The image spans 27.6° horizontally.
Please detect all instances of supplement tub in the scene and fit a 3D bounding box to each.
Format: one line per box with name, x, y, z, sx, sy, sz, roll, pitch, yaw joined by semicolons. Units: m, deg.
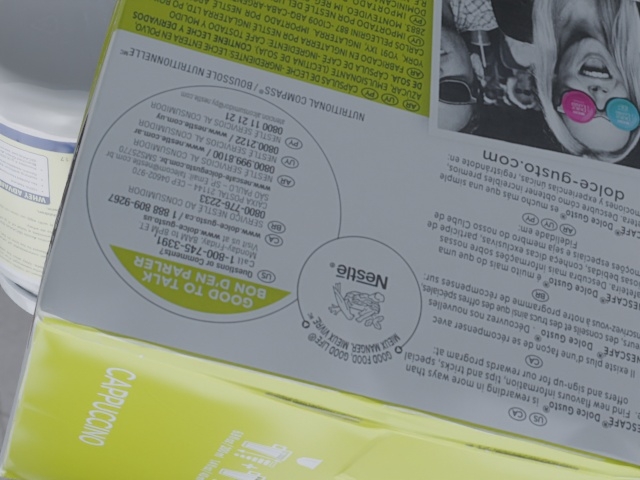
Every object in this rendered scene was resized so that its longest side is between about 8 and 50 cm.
supplement tub;-0.218;-0.090;1.223;0.235;0.235;0.325;13;140;1

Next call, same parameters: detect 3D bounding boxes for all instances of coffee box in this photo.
coffee box;0.000;0.000;0.855;0.338;0.335;0.338;15;154;-10
